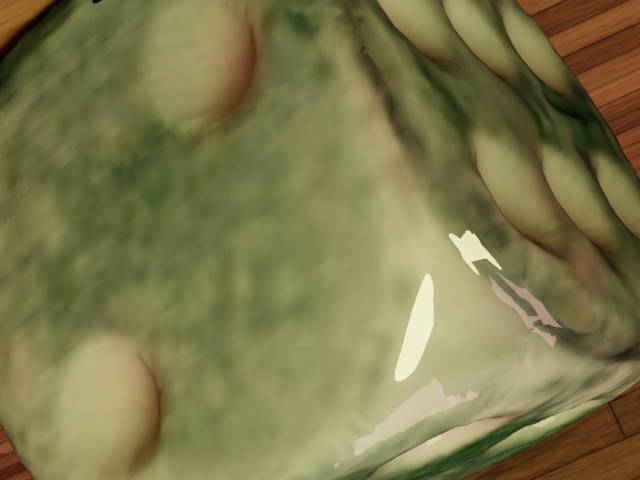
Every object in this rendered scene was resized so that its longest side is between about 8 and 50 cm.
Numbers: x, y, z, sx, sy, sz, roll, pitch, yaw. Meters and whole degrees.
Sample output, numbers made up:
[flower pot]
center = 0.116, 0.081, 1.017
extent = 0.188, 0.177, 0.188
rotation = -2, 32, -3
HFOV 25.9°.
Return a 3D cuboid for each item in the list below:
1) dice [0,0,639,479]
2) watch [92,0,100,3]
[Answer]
[dice]
center = 0.000, 0.000, 0.884
extent = 0.348, 0.330, 0.328
rotation = -31, 163, 28
[watch]
center = -0.041, -0.202, 0.649
extent = 0.268, 0.102, 0.165
rotation = -20, 159, 21
